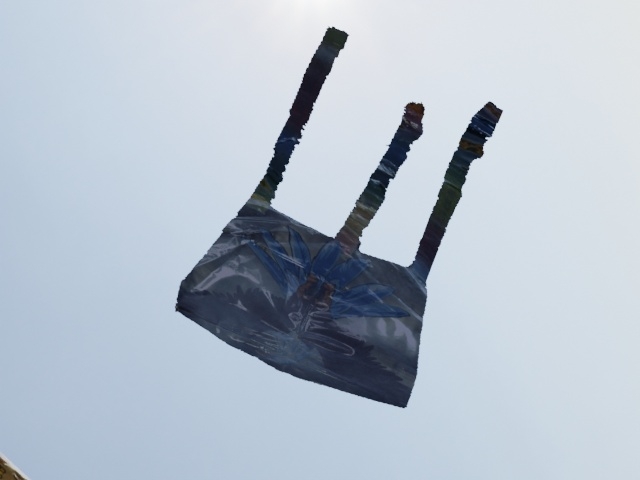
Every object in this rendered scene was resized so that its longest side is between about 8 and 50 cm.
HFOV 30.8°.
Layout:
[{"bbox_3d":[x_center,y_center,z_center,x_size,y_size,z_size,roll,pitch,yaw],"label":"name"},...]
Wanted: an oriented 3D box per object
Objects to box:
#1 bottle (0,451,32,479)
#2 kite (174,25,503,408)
[{"bbox_3d":[-0.281,0.234,0.956,0.209,0.097,0.110,45,-117,-8],"label":"bottle"},{"bbox_3d":[-0.001,0.001,0.677,0.310,0.169,0.015,104,-171,-52],"label":"kite"}]
